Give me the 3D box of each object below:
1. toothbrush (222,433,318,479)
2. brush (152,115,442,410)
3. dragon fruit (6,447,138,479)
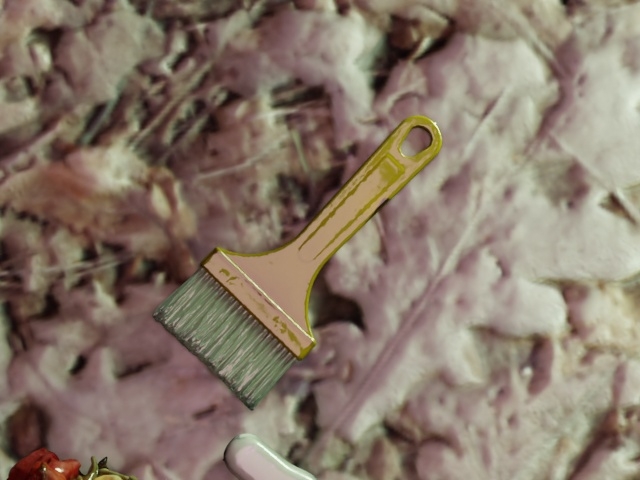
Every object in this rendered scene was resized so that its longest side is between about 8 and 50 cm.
[{"bbox_3d":[0.108,0.249,0.912,0.418,0.040,0.042,39,78,1],"label":"toothbrush"},{"bbox_3d":[0.000,0.000,0.956,0.083,0.011,0.205,44,79,3],"label":"brush"},{"bbox_3d":[-0.111,0.201,0.898,0.092,0.122,0.192,-24,78,-48],"label":"dragon fruit"}]
